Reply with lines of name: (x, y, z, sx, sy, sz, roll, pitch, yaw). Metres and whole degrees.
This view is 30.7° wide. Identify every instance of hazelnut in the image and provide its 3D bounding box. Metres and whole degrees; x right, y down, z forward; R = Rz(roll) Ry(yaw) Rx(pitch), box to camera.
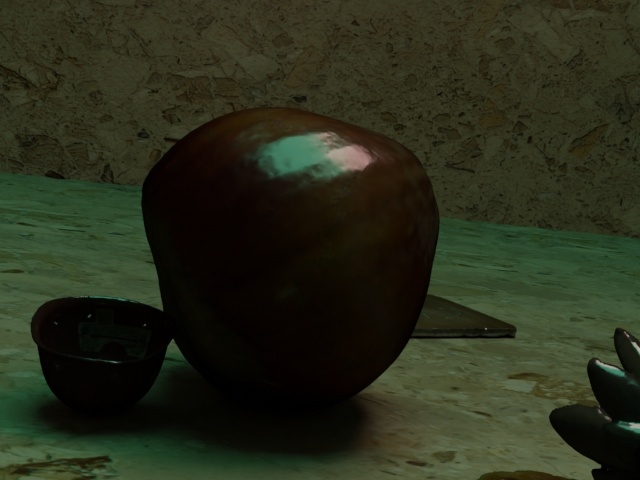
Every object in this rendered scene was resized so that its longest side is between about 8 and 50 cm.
hazelnut: (-0.030, 0.026, 1.349, 0.359, 0.359, 0.409, 8, -11, 1)

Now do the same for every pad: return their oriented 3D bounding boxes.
pad: (0.151, 0.121, 1.999, 0.284, 0.018, 0.286, 2, 10, -30)

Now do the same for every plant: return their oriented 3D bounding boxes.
plant: (0.355, 0.206, 1.049, 0.182, 0.194, 0.321, -14, 21, -14)

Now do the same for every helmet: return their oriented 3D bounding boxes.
helmet: (-0.237, 0.137, 1.261, 0.155, 0.106, 0.175, 6, 15, -7)

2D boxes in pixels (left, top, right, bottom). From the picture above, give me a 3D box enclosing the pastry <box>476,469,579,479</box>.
pastry: (0.199, 0.249, 0.921, 0.229, 0.100, 0.218, 3, 10, -39)
